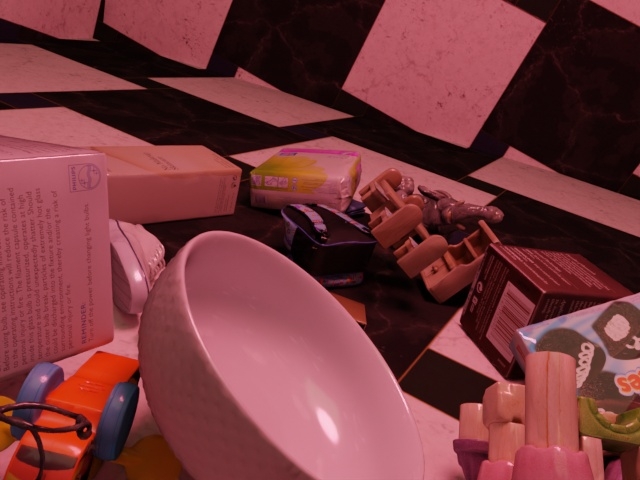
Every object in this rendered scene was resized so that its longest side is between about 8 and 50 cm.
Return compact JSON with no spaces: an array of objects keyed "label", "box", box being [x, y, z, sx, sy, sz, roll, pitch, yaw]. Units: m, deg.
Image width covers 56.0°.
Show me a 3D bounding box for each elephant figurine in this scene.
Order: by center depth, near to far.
[{"label":"elephant figurine","box":[0.267,-0.056,1.406,0.239,0.169,0.186,3,39,-11]}]

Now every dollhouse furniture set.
[{"label":"dollhouse furniture set","box":[0.212,-0.028,1.141,0.242,0.161,0.212,47,14,-19]}]

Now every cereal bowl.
[{"label":"cereal bowl","box":[-0.054,0.159,0.630,0.339,0.141,0.339,42,16,-15]}]

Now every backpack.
[{"label":"backpack","box":[0.000,0.000,1.150,0.158,0.117,0.173,-4,29,-37]}]

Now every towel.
[{"label":"towel","box":[0.058,-0.077,1.486,0.067,0.029,0.119,24,25,31]}]

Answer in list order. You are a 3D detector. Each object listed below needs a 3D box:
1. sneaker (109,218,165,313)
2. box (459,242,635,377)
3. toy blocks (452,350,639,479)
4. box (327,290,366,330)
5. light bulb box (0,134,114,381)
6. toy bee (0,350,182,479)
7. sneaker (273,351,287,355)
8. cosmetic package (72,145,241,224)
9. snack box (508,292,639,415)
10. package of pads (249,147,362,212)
[{"label":"sneaker","box":[-0.286,0.027,0.939,0.091,0.094,0.258,-3,27,-27]},{"label":"box","box":[0.383,0.122,1.029,0.203,0.168,0.167,6,24,-21]},{"label":"toy blocks","box":[0.275,0.290,0.573,0.288,0.309,0.260,10,63,-2]},{"label":"box","box":[-0.007,0.097,0.953,0.164,0.021,0.201,19,2,3]},{"label":"light bulb box","box":[-0.467,0.011,0.601,0.358,0.225,0.361,12,18,35]},{"label":"toy bee","box":[-0.243,0.194,0.538,0.195,0.162,0.298,15,-4,17]},{"label":"sneaker","box":[-0.126,0.128,0.812,0.222,0.083,0.118,10,22,-14]},{"label":"cosmetic package","box":[-0.335,-0.118,1.233,0.160,0.113,0.309,32,27,35]},{"label":"snack box","box":[0.465,0.176,0.872,0.322,0.060,0.187,-14,53,-11]},{"label":"package of pads","box":[-0.022,-0.150,1.471,0.229,0.101,0.296,6,21,11]}]
